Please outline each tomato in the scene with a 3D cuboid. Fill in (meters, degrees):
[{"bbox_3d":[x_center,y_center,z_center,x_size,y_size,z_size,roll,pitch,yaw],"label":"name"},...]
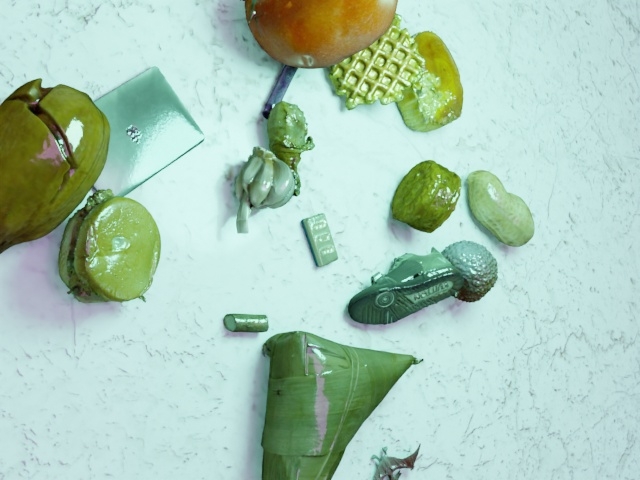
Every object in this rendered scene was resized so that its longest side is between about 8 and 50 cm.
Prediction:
[{"bbox_3d":[0.009,-0.528,1.439,0.273,0.341,0.341,36,65,-38],"label":"tomato"}]

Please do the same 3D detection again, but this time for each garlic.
[{"bbox_3d":[-0.127,-0.098,1.401,0.127,0.131,0.194,29,60,-23],"label":"garlic"}]

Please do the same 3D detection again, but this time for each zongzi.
[{"bbox_3d":[0.039,0.436,1.414,0.418,0.181,0.447,12,79,-31],"label":"zongzi"}]

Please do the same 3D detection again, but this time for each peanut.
[{"bbox_3d":[0.497,-0.089,1.803,0.253,0.122,0.137,41,55,-16],"label":"peanut"}]

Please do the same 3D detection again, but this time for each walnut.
[{"bbox_3d":[-0.504,-0.123,1.138,0.209,0.209,0.336,27,81,-26],"label":"walnut"}]

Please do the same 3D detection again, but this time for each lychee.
[{"bbox_3d":[0.373,0.082,1.672,0.197,0.165,0.165,-37,103,-39],"label":"lychee"}]

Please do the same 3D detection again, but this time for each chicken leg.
[{"bbox_3d":[-0.066,-0.207,1.488,0.103,0.088,0.227,-30,113,-59],"label":"chicken leg"}]

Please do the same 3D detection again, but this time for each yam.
[{"bbox_3d":[-0.159,0.179,1.397,0.094,0.043,0.043,6,80,-31],"label":"yam"}]

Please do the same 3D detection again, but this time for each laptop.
[{"bbox_3d":[-0.385,-0.218,1.328,0.269,0.015,0.187,-42,106,-29],"label":"laptop"}]

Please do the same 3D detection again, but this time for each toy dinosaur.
[{"bbox_3d":[0.163,0.556,1.554,0.220,0.032,0.108,-33,105,-21],"label":"toy dinosaur"}]

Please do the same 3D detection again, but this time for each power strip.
[{"bbox_3d":[0.000,0.000,1.528,0.056,0.032,0.123,-20,95,-31],"label":"power strip"}]

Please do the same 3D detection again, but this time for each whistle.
[{"bbox_3d":[-0.092,-0.361,1.521,0.033,0.033,0.176,33,67,-24],"label":"whistle"}]

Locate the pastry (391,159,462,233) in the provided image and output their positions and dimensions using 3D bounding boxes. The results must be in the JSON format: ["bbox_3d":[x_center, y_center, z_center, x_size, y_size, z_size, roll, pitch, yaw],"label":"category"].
[{"bbox_3d":[0.262,-0.110,1.620,0.103,0.189,0.188,27,70,-21],"label":"pastry"}]

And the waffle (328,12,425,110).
[{"bbox_3d":[0.131,-0.447,1.603,0.238,0.059,0.243,-20,88,-4],"label":"waffle"}]

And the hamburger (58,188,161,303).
[{"bbox_3d":[-0.395,0.012,1.213,0.189,0.122,0.215,9,85,-56],"label":"hamburger"}]

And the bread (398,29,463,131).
[{"bbox_3d":[0.281,-0.418,1.706,0.179,0.133,0.250,-13,91,-36],"label":"bread"}]

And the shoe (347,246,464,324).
[{"bbox_3d":[0.193,0.104,1.600,0.293,0.149,0.109,-17,127,-6],"label":"shoe"}]
